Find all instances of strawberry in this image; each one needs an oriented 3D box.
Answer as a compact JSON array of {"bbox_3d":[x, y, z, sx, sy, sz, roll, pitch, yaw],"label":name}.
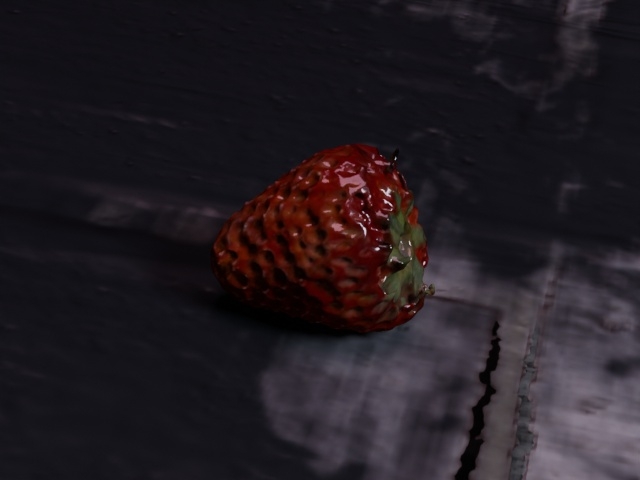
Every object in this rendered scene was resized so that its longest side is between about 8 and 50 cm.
[{"bbox_3d":[0.000,0.000,0.661,0.083,0.073,0.073,-3,25,20],"label":"strawberry"}]
